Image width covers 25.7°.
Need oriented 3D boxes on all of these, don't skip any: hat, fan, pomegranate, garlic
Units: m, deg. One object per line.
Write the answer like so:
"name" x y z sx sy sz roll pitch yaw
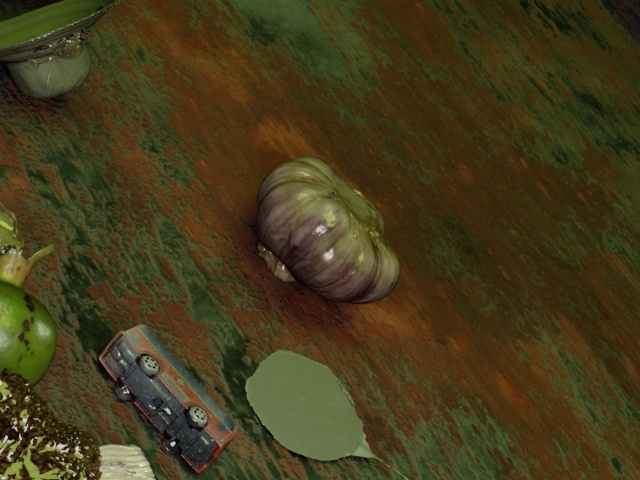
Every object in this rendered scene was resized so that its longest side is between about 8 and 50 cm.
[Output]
"hat" -0.380 -0.255 1.953 0.252 0.252 0.110 -49 127 -55
"fan" 0.036 0.263 1.869 0.310 0.010 0.182 37 36 0
"pomegranate" -0.373 0.089 1.573 0.156 0.156 0.220 21 37 -25
"garlic" 0.000 0.000 2.009 0.245 0.160 0.245 41 15 -13

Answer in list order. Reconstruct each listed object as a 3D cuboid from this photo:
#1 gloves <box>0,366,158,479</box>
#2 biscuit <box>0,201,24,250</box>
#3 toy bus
"gloves" -0.307 0.252 1.456 0.312 0.135 0.210 14 62 -24
"biscuit" -0.446 0.000 1.694 0.187 0.036 0.274 20 40 -26
"toy bus" -0.183 0.189 1.707 0.192 0.065 0.077 46 29 9
